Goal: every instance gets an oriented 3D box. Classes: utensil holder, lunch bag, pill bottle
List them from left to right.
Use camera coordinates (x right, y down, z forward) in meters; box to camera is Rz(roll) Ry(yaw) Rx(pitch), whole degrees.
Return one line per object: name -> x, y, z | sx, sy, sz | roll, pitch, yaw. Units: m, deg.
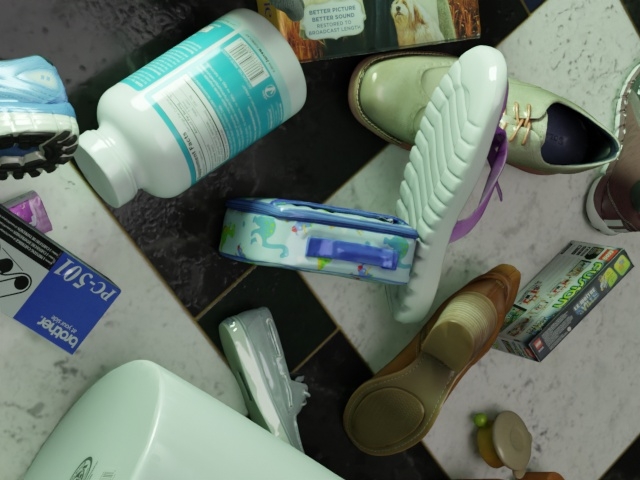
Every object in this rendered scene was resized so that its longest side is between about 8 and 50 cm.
pill bottle -> -0.156, -0.147, 1.413 | 0.264, 0.146, 0.146 | -36, 111, -20
utensil holder -> -0.129, 0.361, 1.393 | 0.385, 0.328, 0.327 | 37, 78, -23
lunch bag -> 0.000, 0.000, 1.497 | 0.219, 0.176, 0.090 | 8, 92, -28

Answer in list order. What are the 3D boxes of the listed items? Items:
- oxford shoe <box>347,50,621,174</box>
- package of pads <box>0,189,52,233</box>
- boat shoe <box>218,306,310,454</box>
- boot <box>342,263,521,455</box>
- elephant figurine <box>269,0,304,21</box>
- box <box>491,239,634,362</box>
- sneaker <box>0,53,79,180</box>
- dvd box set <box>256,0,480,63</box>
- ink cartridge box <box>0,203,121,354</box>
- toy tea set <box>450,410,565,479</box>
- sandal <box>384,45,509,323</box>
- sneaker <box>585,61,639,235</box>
oxford shoe -> 0.227, -0.172, 1.615 | 0.397, 0.146, 0.140 | 7, 93, -29
package of pads -> -0.354, -0.019, 1.386 | 0.083, 0.032, 0.050 | -27, 113, -22
boat shoe -> -0.054, 0.191, 1.546 | 0.081, 0.079, 0.227 | -25, 104, -19
boot -> 0.155, 0.153, 1.637 | 0.109, 0.283, 0.220 | 37, 32, 10
elephant figurine -> -0.133, -0.378, 1.397 | 0.169, 0.239, 0.186 | 7, 100, -52
box -> 0.336, 0.083, 1.723 | 0.207, 0.114, 0.036 | -42, 113, -17
sneaker -> -0.431, -0.136, 1.293 | 0.330, 0.129, 0.147 | -6, 65, -16
dvd box set -> 0.049, -0.447, 1.536 | 0.308, 0.062, 0.420 | -12, 102, -27
ink cartridge box -> -0.333, 0.037, 1.368 | 0.097, 0.046, 0.207 | -53, 128, -4
toy tea set -> 0.284, 0.413, 1.758 | 0.336, 0.124, 0.200 | 51, 43, -20
sandal -> 0.173, -0.067, 1.520 | 0.102, 0.169, 0.416 | 4, 134, -16
sneaker -> 0.500, -0.133, 1.758 | 0.106, 0.162, 0.281 | 19, 87, -29
